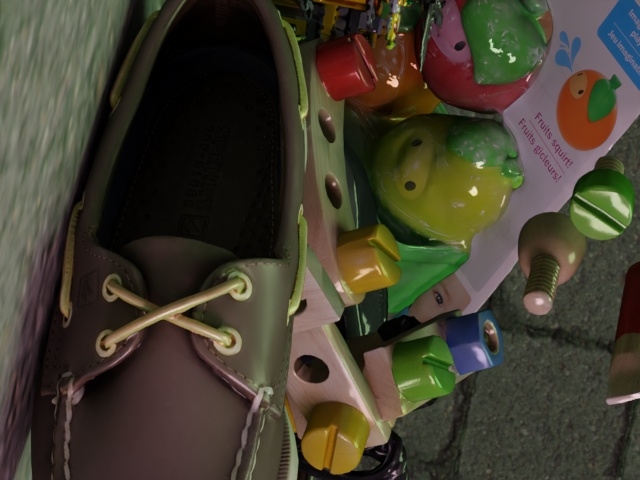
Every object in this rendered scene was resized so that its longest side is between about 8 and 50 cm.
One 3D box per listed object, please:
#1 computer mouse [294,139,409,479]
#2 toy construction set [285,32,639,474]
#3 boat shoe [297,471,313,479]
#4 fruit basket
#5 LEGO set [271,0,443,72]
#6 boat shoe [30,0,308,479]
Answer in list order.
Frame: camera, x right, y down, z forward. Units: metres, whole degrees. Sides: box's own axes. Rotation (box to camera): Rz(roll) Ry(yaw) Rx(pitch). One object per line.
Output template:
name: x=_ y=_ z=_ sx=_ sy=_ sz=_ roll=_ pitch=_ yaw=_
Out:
computer mouse: x=-0.020 y=0.033 z=1.104 sx=0.072 sy=0.188 sz=0.272 roll=-34 pitch=127 yaw=-59
toy construction set: x=0.029 y=0.042 z=0.900 sx=0.237 sy=0.308 sz=0.258 roll=-64 pitch=158 yaw=-59
boat shoe: x=-0.063 y=0.238 z=1.275 sx=0.109 sy=0.091 sz=0.305 roll=42 pitch=47 yaw=-44
fruit basket: x=0.085 y=-0.125 z=1.261 sx=0.353 sy=0.165 sz=0.327 roll=-59 pitch=-134 yaw=39
LEGO set: x=0.060 y=-0.262 z=1.118 sx=0.255 sy=0.192 sz=0.331 roll=82 pitch=20 yaw=-82
boat shoe: x=-0.061 y=0.023 z=0.711 sx=0.097 sy=0.116 sz=0.324 roll=89 pitch=7 yaw=-53
